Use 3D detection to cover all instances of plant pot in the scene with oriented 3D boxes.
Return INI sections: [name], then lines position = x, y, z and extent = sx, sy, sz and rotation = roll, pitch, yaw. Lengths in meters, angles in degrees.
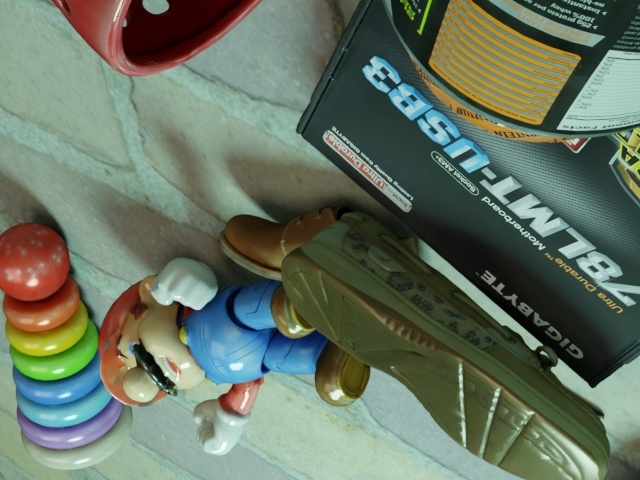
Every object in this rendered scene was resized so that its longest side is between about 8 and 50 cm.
[plant pot]
position = -0.118, -0.233, 0.884
extent = 0.174, 0.191, 0.191
rotation = 48, 150, 12

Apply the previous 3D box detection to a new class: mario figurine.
[mario figurine]
position = -0.109, 0.115, 1.288
extent = 0.321, 0.170, 0.198
rotation = -8, 87, 45

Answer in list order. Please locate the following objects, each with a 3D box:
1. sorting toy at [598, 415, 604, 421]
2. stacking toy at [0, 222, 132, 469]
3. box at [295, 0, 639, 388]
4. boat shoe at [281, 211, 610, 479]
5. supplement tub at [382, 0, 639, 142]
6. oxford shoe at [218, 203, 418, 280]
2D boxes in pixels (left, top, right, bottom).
[sorting toy]
position = 0.200, 0.154, 1.131
extent = 0.062, 0.012, 0.083
rotation = 34, 147, 17
[stacking toy]
position = -0.321, 0.120, 1.598
extent = 0.141, 0.141, 0.330
rotation = 24, 140, 31
[box]
position = 0.146, -0.067, 0.877
extent = 0.295, 0.073, 0.293
rotation = 42, 148, 5
[boat shoe]
position = 0.102, 0.074, 0.994
extent = 0.285, 0.089, 0.104
rotation = 37, 147, 18
[supplement tub]
position = 0.126, -0.162, 0.582
extent = 0.193, 0.193, 0.316
rotation = 41, 167, 6
[oxford shoe]
position = 0.000, 0.000, 1.146
extent = 0.212, 0.076, 0.076
rotation = 15, 113, 35
